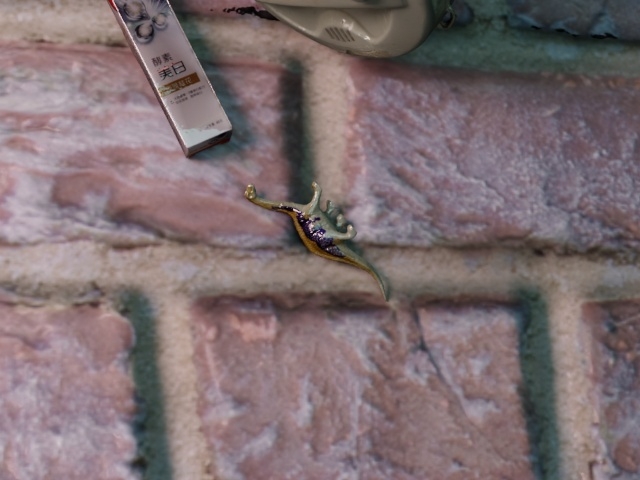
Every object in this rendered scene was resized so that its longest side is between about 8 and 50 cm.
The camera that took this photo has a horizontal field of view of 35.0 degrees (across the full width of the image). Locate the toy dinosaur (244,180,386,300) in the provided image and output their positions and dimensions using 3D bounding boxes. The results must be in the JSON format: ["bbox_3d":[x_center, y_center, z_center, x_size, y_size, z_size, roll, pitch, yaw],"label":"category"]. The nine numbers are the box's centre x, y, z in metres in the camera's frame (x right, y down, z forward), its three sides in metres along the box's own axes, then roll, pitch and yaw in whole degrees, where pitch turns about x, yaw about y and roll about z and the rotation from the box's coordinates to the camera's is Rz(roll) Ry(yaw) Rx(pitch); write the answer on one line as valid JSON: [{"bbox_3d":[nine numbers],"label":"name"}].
[{"bbox_3d":[0.009,-0.012,1.022,0.180,0.037,0.058,38,97,5],"label":"toy dinosaur"}]

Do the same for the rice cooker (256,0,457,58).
[{"bbox_3d":[0.034,-0.338,0.974,0.288,0.288,0.277,35,75,-3],"label":"rice cooker"}]

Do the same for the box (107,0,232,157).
[{"bbox_3d":[-0.159,-0.191,1.020,0.055,0.039,0.218,-27,85,-14],"label":"box"}]
